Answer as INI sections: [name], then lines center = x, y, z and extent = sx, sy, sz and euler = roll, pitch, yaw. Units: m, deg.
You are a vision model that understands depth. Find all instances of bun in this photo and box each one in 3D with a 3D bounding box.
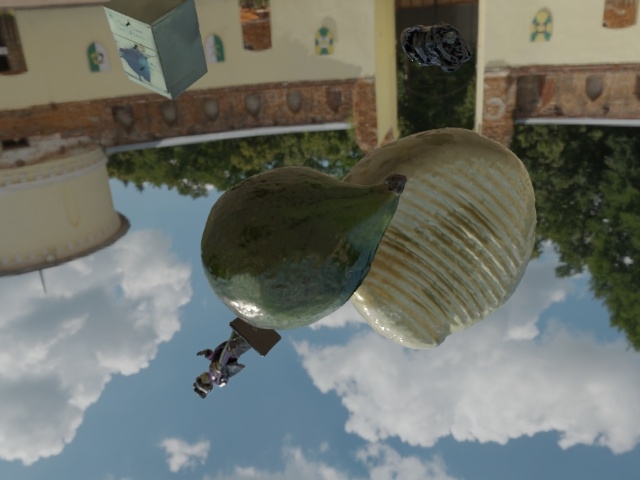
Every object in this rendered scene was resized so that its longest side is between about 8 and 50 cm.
[bun]
center = 0.177, -0.016, 0.958
extent = 0.365, 0.365, 0.219
euler = -8, -159, -12

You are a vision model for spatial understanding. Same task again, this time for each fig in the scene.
[fig]
center = 0.000, 0.000, 0.671
extent = 0.235, 0.203, 0.203
euler = -14, -167, 31

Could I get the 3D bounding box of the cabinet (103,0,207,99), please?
[cabinet]
center = -0.384, -0.471, 1.354
extent = 0.145, 0.206, 0.150
euler = 27, -123, 20

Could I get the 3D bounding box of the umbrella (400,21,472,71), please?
[umbrella]
center = 0.172, -0.329, 0.957
extent = 0.071, 0.080, 0.224
euler = -40, -157, 10

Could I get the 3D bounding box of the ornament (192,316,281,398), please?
[ornament]
center = -0.174, 0.208, 1.011
extent = 0.203, 0.081, 0.088
euler = -40, 179, 26
